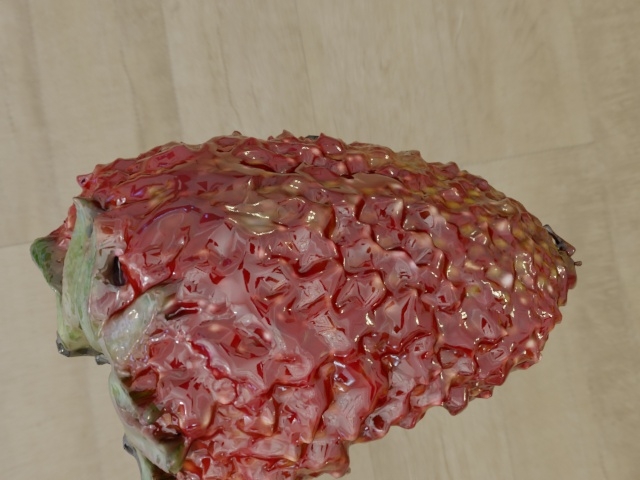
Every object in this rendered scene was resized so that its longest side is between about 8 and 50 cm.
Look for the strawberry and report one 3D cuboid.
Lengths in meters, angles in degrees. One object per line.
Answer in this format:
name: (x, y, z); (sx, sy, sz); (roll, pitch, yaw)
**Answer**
strawberry: (0.000, 0.000, 0.702); (0.306, 0.137, 0.233); (-23, 56, -17)
